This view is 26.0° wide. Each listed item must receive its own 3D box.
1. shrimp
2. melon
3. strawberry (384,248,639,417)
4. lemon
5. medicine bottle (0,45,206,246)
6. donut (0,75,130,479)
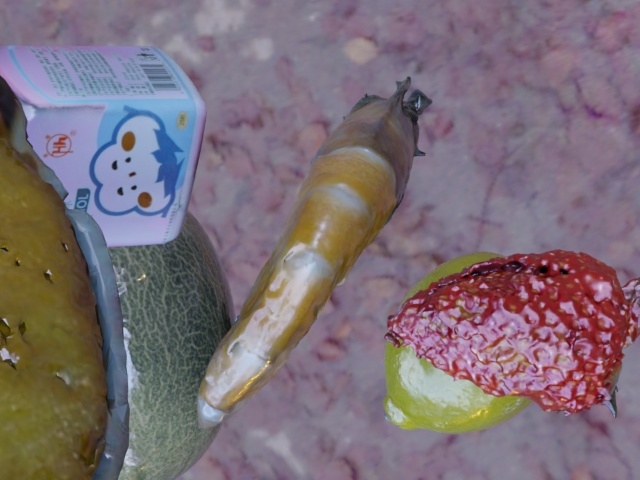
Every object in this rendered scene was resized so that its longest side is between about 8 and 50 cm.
[{"bbox_3d":[0.000,0.000,1.183,0.085,0.445,0.272,32,129,-2],"label":"shrimp"},{"bbox_3d":[-0.196,0.088,1.287,0.237,0.237,0.301,-12,89,36],"label":"melon"},{"bbox_3d":[0.185,0.059,1.291,0.228,0.174,0.098,16,139,2],"label":"strawberry"},{"bbox_3d":[0.165,0.117,1.522,0.184,0.184,0.248,44,93,15],"label":"lemon"},{"bbox_3d":[-0.179,-0.058,0.890,0.094,0.188,0.119,53,137,44],"label":"medicine bottle"},{"bbox_3d":[-0.191,0.026,0.417,0.107,0.272,0.272,-41,80,38],"label":"donut"}]
